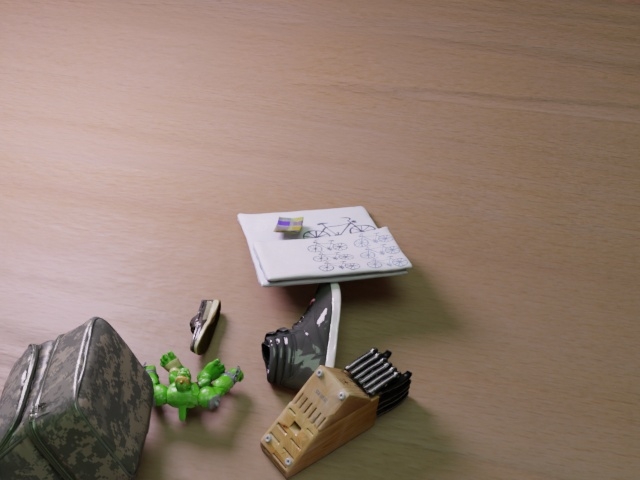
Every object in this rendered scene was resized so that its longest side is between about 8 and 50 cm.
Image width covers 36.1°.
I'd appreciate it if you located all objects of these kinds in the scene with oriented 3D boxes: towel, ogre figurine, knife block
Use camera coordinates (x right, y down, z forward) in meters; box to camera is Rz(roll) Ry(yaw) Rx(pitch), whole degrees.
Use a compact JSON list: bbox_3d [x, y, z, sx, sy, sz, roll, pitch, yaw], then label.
[{"bbox_3d":[-0.070,-0.035,2.179,0.060,0.009,0.083,2,24,7],"label":"towel"},{"bbox_3d":[-0.253,0.278,1.878,0.197,0.097,0.118,19,26,-7],"label":"ogre figurine"},{"bbox_3d":[0.047,0.328,1.874,0.276,0.242,0.088,-52,56,9],"label":"knife block"}]

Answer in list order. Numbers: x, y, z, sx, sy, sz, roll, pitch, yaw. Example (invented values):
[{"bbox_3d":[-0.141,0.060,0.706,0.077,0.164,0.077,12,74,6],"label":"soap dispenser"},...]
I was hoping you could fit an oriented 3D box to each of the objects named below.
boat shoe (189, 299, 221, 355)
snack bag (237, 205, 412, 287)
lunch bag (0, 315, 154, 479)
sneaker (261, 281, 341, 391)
[{"bbox_3d":[-0.244,0.177,2.009,0.049,0.056,0.152,8,34,9],"label":"boat shoe"},{"bbox_3d":[0.000,0.000,2.156,0.322,0.037,0.342,-5,27,-12],"label":"snack bag"},{"bbox_3d":[-0.455,0.315,1.705,0.256,0.213,0.305,-27,30,12],"label":"lunch bag"},{"bbox_3d":[-0.041,0.178,1.985,0.146,0.105,0.296,9,48,-3],"label":"sneaker"}]
